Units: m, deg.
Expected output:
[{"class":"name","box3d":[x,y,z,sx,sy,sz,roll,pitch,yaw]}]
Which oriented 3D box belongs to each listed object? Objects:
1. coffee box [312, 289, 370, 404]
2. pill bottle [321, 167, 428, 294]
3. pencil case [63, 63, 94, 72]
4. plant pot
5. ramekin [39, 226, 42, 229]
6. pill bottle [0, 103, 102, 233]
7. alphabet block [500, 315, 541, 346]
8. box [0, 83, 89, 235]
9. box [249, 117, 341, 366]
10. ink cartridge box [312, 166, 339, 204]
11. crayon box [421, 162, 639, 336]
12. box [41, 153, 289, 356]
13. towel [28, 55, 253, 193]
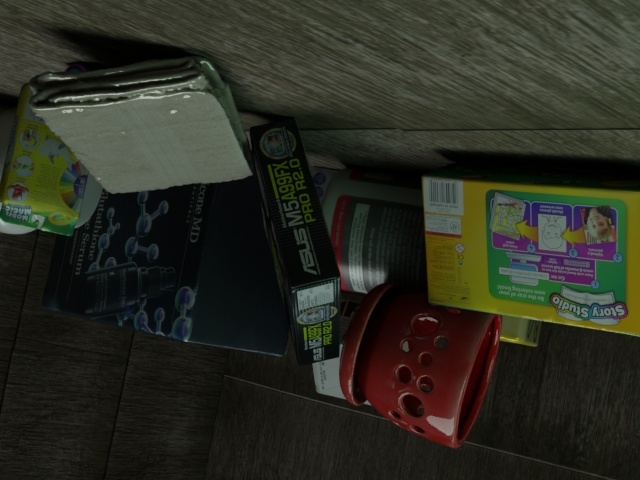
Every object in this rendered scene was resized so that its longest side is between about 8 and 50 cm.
[{"class":"coffee box","box3d":[0.084,0.085,1.581,0.118,0.297,0.168,12,145,13]},{"class":"pill bottle","box3d":[0.166,0.004,1.406,0.318,0.176,0.176,9,175,18]},{"class":"pencil case","box3d":[-0.225,-0.150,1.157,0.070,0.065,0.151,26,-173,42]},{"class":"plant pot","box3d":[0.129,0.155,1.314,0.174,0.191,0.191,16,177,21]},{"class":"ramekin","box3d":[-0.553,-0.111,1.812,0.303,0.148,0.303,11,175,1]},{"class":"pill bottle","box3d":[-0.497,-0.110,1.481,0.333,0.188,0.188,10,175,19]},{"class":"alphabet block","box3d":[0.294,0.072,1.773,0.193,0.197,0.192,9,174,22]},{"class":"box","box3d":[-0.354,-0.102,1.314,0.105,0.179,0.043,14,174,-29]},{"class":"box","box3d":[-0.029,0.012,1.251,0.060,0.216,0.270,-13,156,-6]},{"class":"ink cartridge box","box3d":[0.000,0.000,1.533,0.046,0.207,0.097,10,175,14]},{"class":"crayon box","box3d":[0.257,0.004,1.175,0.278,0.165,0.081,7,-160,36]},{"class":"box","box3d":[-0.234,0.007,1.628,0.395,0.294,0.212,6,173,43]},{"class":"towel","box3d":[-0.182,-0.119,1.087,0.187,0.049,0.282,-6,163,3]}]
